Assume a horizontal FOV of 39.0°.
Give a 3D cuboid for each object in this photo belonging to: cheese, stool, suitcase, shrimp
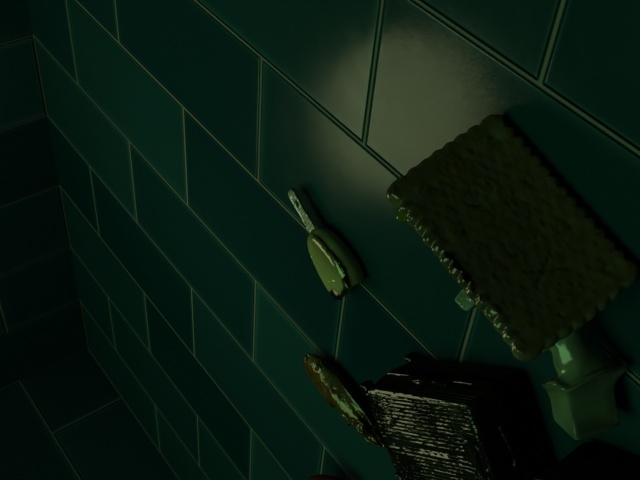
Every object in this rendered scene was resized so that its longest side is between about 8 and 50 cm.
[{"bbox_3d":[0.000,0.000,1.881,0.252,0.054,0.127,60,152,11],"label":"cheese"},{"bbox_3d":[0.434,0.439,1.400,0.232,0.141,0.232,39,143,38],"label":"stool"},{"bbox_3d":[0.247,0.340,1.639,0.335,0.152,0.230,-5,109,58],"label":"suitcase"},{"bbox_3d":[0.055,0.377,2.096,0.294,0.062,0.154,48,160,33],"label":"shrimp"}]

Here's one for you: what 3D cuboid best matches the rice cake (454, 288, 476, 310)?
[{"bbox_3d":[0.281,0.037,1.397,0.040,0.085,0.226,52,151,15],"label":"rice cake"}]

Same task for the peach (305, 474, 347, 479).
[{"bbox_3d":[0.031,0.686,2.264,0.197,0.197,0.197,40,144,38],"label":"peach"}]

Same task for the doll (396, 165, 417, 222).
[{"bbox_3d":[0.176,-0.063,1.459,0.186,0.106,0.134,-150,74,-71],"label":"doll"}]

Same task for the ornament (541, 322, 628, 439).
[{"bbox_3d":[0.363,0.154,1.325,0.285,0.130,0.120,60,169,-8],"label":"ornament"}]

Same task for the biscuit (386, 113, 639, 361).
[{"bbox_3d":[0.264,-0.010,1.266,0.325,0.217,0.044,52,171,20],"label":"biscuit"}]
